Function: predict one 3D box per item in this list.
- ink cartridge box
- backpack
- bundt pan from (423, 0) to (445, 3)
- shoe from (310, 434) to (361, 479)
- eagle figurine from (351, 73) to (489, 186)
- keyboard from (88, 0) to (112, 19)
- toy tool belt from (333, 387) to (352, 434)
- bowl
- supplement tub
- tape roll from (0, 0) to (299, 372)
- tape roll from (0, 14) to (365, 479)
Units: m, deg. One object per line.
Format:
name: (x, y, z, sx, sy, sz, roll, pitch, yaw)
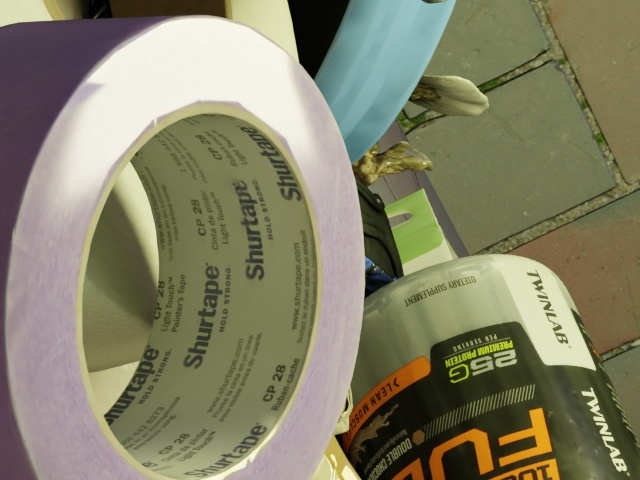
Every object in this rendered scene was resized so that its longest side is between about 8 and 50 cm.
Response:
ink cartridge box: (0.094, 0.059, 1.534, 0.062, 0.109, 0.209, 55, 13, -47)
backpack: (0.000, 0.000, 1.197, 0.120, 0.101, 0.098, 44, 20, -54)
bundt pan: (-0.024, -0.264, 0.733, 0.331, 0.124, 0.330, -8, 90, -69)
shoe: (-0.008, 0.145, 0.929, 0.219, 0.058, 0.076, 65, -12, -15)
eagle figurine: (-0.009, -0.183, 1.397, 0.225, 0.226, 0.298, -14, 83, -60)
keyboard: (-0.124, -0.120, 1.036, 0.100, 0.038, 0.192, 59, 9, -25)
toy tool belt: (-0.009, 0.093, 1.052, 0.051, 0.052, 0.083, 65, 3, -60)
bowl: (0.007, -0.229, 1.110, 0.077, 0.391, 0.391, 13, 35, -22)
supplement tub: (0.140, 0.196, 1.113, 0.207, 0.207, 0.338, 50, 16, -56)
tape roll: (-0.118, -0.134, 0.699, 0.392, 0.072, 0.392, -15, 90, -70)
tape roll: (-0.068, 0.017, 0.536, 0.189, 0.080, 0.189, -6, 98, -56)
